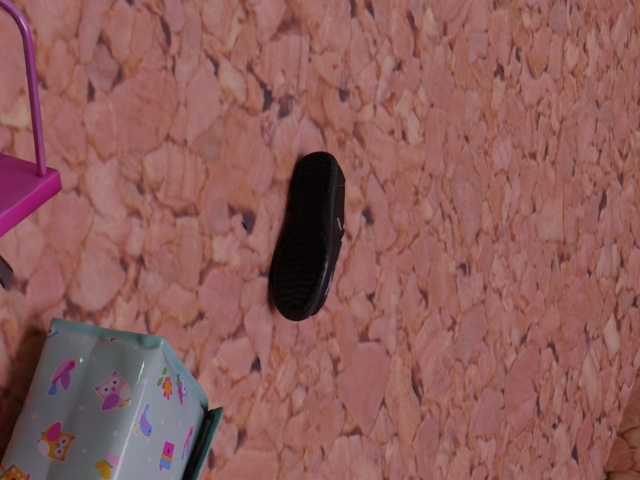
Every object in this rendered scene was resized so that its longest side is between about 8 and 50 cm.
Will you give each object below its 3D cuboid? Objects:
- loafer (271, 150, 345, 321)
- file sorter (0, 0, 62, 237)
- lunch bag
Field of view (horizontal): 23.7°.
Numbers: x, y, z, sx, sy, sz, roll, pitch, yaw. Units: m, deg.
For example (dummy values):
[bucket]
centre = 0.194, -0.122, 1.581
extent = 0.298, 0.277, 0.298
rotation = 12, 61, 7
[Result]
[loafer]
centre = 0.000, 0.000, 1.933
extent = 0.078, 0.080, 0.220
rotation = 31, 68, -56
[file sorter]
centre = -0.373, -0.069, 1.155
extent = 0.290, 0.202, 0.182
rotation = -46, 144, -46
[lunch bag]
centre = -0.205, 0.235, 1.563
extent = 0.262, 0.160, 0.223
rotation = 64, 39, -58
